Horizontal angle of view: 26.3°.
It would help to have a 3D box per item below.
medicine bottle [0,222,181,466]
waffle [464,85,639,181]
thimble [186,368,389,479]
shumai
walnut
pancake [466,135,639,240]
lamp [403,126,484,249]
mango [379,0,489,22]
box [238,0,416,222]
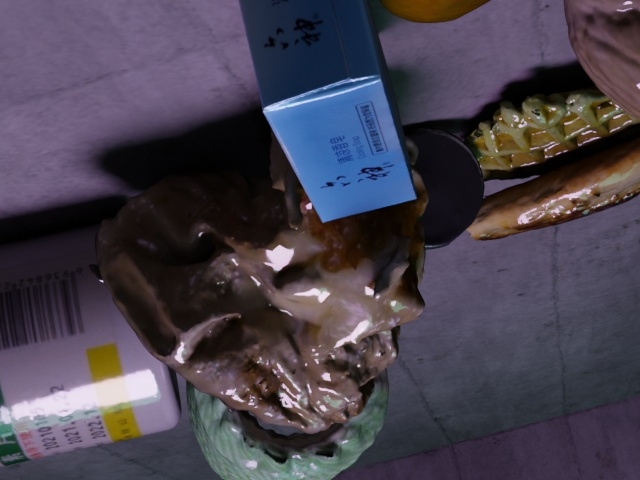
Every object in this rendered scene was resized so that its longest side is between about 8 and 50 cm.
[{"bbox_3d":[-0.315,0.111,1.286,0.340,0.208,0.208,-12,161,-4],"label":"medicine bottle"},{"bbox_3d":[0.238,-0.103,1.290,0.208,0.054,0.214,-11,167,-18],"label":"waffle"},{"bbox_3d":[-0.038,0.157,1.463,0.219,0.219,0.150,-9,162,-13],"label":"thimble"},{"bbox_3d":[0.000,0.000,1.190,0.262,0.267,0.314,-44,142,18],"label":"shumai"},{"bbox_3d":[0.280,-0.160,0.976,0.231,0.178,0.178,10,156,-10],"label":"walnut"},{"bbox_3d":[0.290,-0.067,1.331,0.266,0.057,0.244,-18,-179,32],"label":"pancake"},{"bbox_3d":[0.026,-0.001,1.392,0.109,0.130,0.371,-24,178,-32],"label":"lamp"},{"bbox_3d":[0.090,-0.195,0.889,0.115,0.090,0.178,-10,170,-32],"label":"mango"},{"bbox_3d":[0.005,-0.119,0.953,0.083,0.142,0.232,-15,161,4],"label":"box"}]
